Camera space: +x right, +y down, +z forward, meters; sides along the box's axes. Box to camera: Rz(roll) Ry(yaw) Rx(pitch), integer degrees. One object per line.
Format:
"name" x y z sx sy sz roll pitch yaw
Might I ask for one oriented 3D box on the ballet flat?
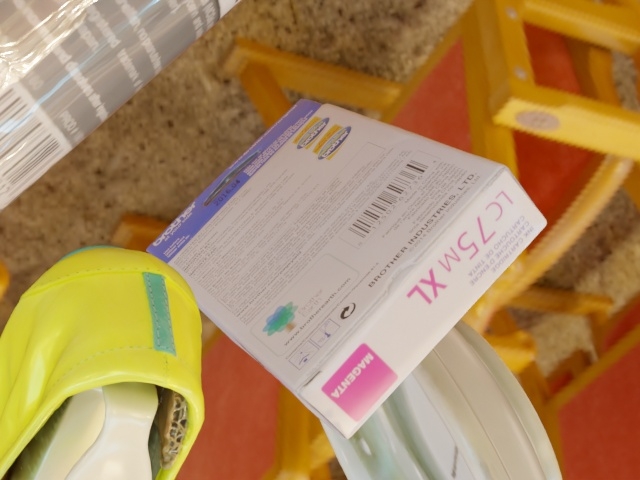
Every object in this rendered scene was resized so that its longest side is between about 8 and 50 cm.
"ballet flat" -0.095 0.110 0.381 0.077 0.077 0.231 15 111 -32

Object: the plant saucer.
"plant saucer" 0.105 0.175 1.046 0.101 0.400 0.400 -25 147 -16

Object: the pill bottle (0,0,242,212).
"pill bottle" -0.113 -0.180 0.561 0.363 0.210 0.210 -43 143 -8

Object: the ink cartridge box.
"ink cartridge box" 0.000 0.000 0.866 0.186 0.311 0.065 -46 120 -7
